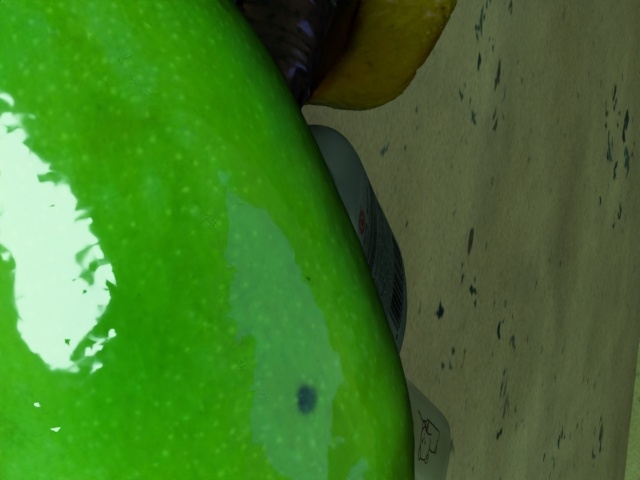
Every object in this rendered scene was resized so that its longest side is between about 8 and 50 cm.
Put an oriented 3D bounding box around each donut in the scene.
[{"bbox_3d":[0.036,-0.166,1.177,0.174,0.074,0.190,-104,-148,-53],"label":"donut"}]

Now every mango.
[{"bbox_3d":[-0.096,0.025,0.760,0.382,0.225,0.201,67,24,-19],"label":"mango"}]

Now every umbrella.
[{"bbox_3d":[-0.024,-0.174,1.099,0.094,0.090,0.326,44,50,-61],"label":"umbrella"}]

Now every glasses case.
[{"bbox_3d":[0.064,0.165,1.526,0.196,0.050,0.083,45,51,-67],"label":"glasses case"}]

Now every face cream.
[{"bbox_3d":[0.000,0.000,1.251,0.291,0.071,0.144,61,32,-62],"label":"face cream"}]
